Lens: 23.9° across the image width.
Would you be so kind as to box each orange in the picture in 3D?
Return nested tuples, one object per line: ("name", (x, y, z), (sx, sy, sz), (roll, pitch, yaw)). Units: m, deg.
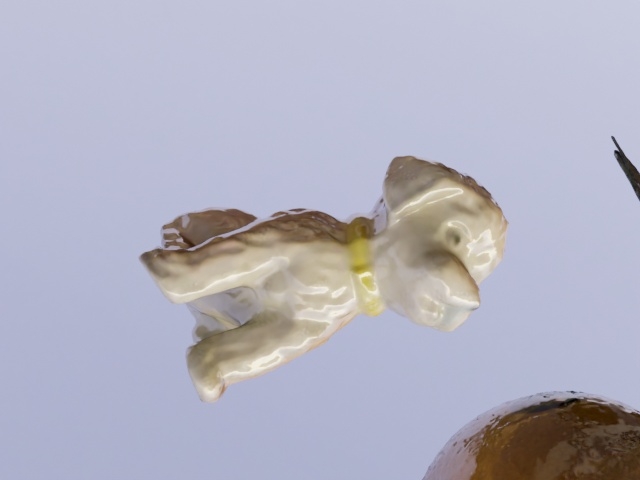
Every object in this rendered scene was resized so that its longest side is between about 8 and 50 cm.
("orange", (0.212, 0.263, 1.305), (0.274, 0.274, 0.274), (15, -140, -13))

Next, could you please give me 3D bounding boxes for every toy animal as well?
("toy animal", (0.006, 0.007, 0.839), (0.185, 0.104, 0.184), (-24, -170, 0))

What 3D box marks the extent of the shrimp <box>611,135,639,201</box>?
("shrimp", (0.226, 0.040, 0.863), (0.233, 0.090, 0.079), (58, -152, 8))
